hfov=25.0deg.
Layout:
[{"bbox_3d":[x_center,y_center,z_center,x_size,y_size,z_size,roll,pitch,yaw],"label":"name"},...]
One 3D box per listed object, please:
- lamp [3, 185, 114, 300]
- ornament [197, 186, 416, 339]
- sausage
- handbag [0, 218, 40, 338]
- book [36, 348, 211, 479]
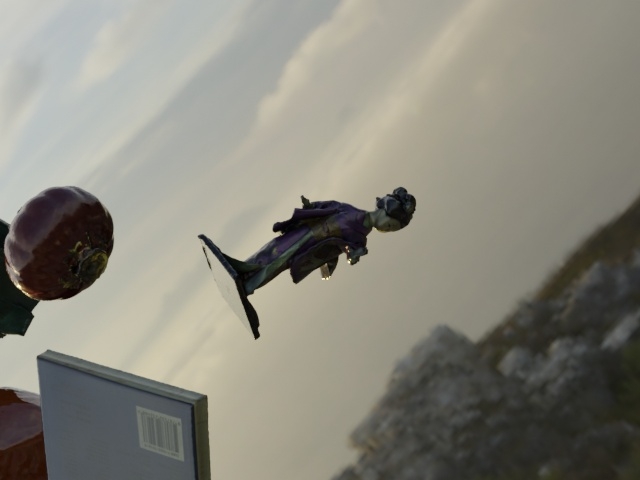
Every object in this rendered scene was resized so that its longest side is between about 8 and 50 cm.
[{"bbox_3d":[-0.218,0.003,1.205,0.101,0.090,0.101,-37,-37,-34],"label":"lamp"},{"bbox_3d":[0.001,0.006,1.316,0.203,0.088,0.081,-21,42,-9],"label":"ornament"},{"bbox_3d":[-0.383,0.255,1.607,0.268,0.141,0.153,-21,-61,-40],"label":"sausage"},{"bbox_3d":[-0.490,0.090,1.688,0.326,0.238,0.089,-41,47,14],"label":"handbag"},{"bbox_3d":[-0.186,0.247,1.388,0.025,0.191,0.269,-32,-52,-52],"label":"book"}]
